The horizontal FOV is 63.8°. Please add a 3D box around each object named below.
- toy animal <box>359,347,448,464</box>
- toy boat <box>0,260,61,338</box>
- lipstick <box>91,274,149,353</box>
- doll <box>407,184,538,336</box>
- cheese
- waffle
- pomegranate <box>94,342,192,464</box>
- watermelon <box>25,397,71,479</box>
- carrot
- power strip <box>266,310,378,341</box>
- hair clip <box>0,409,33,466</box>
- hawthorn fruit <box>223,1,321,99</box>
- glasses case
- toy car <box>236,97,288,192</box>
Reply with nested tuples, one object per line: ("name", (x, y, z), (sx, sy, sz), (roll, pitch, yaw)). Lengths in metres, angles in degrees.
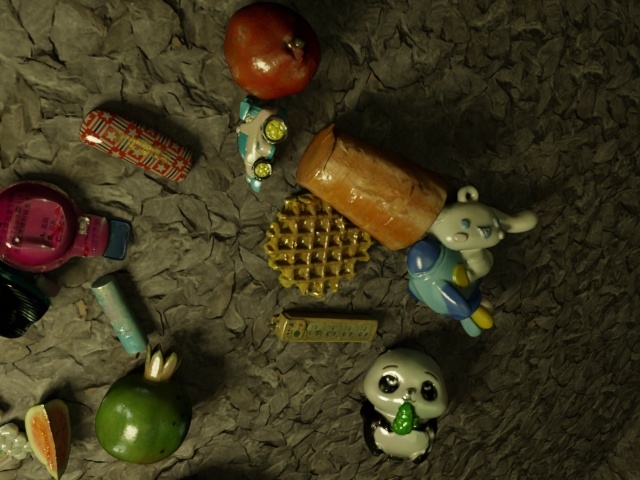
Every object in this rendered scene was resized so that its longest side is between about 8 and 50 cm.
("toy animal", (0.209, 0.412, 1.299), (0.213, 0.212, 0.266), (-6, 115, -26))
("toy boat", (-0.578, 0.034, 0.819), (0.134, 0.092, 0.299), (-34, 120, 26))
("lipstick", (-0.381, 0.142, 0.981), (0.048, 0.048, 0.158), (-26, 118, -17))
("doll", (0.333, 0.049, 1.241), (0.376, 0.187, 0.365), (12, 94, -2))
("cheese", (-0.445, -0.018, 0.871), (0.244, 0.062, 0.155), (13, 78, -43))
("waffle", (0.000, 0.000, 1.126), (0.249, 0.056, 0.253), (-36, 120, -12))
("pomegranate", (-0.333, 0.314, 1.003), (0.187, 0.187, 0.225), (16, 89, -31))
("watermelon", (-0.523, 0.366, 0.977), (0.069, 0.087, 0.163), (-4, 103, -6))
("carrot", (0.099, -0.121, 1.033), (0.254, 0.196, 0.196), (32, 92, -21))
("power strip", (0.015, 0.206, 1.217), (0.305, 0.044, 0.064), (7, 106, -29))
("hair clip", (-0.639, 0.353, 0.927), (0.140, 0.054, 0.220), (-39, 126, -25))
("hawthorn fruit", (-0.082, -0.325, 0.883), (0.169, 0.188, 0.169), (-6, 106, -20))
("glasses case", (-0.315, -0.167, 0.900), (0.194, 0.049, 0.073), (23, 96, -32))
("toy car", (-0.123, -0.184, 0.969), (0.098, 0.126, 0.161), (21, 109, -10))
